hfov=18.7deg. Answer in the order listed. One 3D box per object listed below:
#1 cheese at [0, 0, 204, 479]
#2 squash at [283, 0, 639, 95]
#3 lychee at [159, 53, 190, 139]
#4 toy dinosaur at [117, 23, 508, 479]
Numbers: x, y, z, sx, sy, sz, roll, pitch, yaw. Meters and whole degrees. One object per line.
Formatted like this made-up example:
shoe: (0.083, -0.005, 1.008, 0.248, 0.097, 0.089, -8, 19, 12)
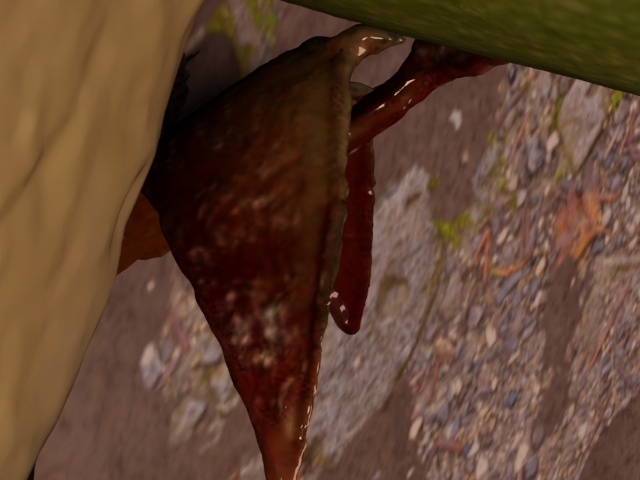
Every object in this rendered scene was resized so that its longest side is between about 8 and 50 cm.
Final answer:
cheese: (-0.118, -0.024, 0.354, 0.318, 0.115, 0.326, -16, 125, -76)
squash: (0.067, -0.175, 0.524, 0.263, 0.384, 0.263, -31, 130, -46)
lychee: (-0.079, -0.053, 0.668, 0.067, 0.068, 0.083, -38, 167, 28)
toy dinosaur: (-0.007, 0.005, 0.710, 0.207, 0.113, 0.327, -32, 179, -21)
